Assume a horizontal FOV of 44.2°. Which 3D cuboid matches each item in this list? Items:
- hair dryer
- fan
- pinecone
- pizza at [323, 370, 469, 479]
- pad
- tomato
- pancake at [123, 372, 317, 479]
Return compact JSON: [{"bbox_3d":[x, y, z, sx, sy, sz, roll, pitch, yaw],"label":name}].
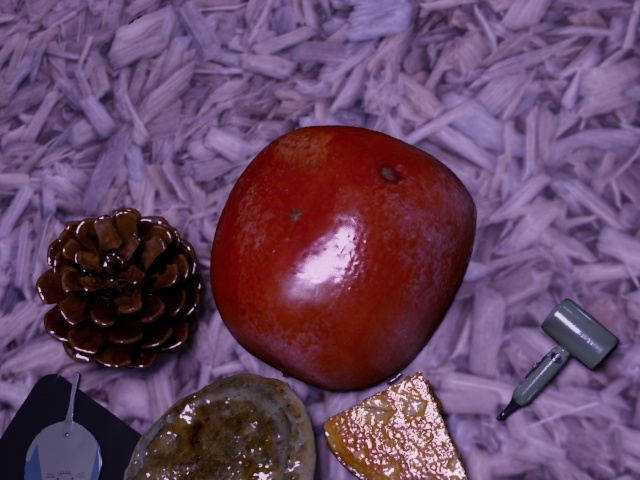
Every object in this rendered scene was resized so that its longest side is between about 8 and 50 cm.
[{"bbox_3d":[0.240,0.138,0.838,0.071,0.047,0.150,44,95,24],"label":"hair dryer"},{"bbox_3d":[-0.322,0.254,0.995,0.113,0.005,0.175,-1,74,18],"label":"fan"},{"bbox_3d":[-0.238,0.049,0.941,0.208,0.208,0.208,-6,71,16],"label":"pinecone"},{"bbox_3d":[0.094,0.212,0.856,0.175,0.046,0.134,28,84,24],"label":"pizza"},{"bbox_3d":[-0.300,0.298,0.980,0.267,0.004,0.181,29,83,23],"label":"pad"},{"bbox_3d":[0.001,-0.002,0.908,0.338,0.144,0.338,-6,68,16],"label":"tomato"},{"bbox_3d":[-0.114,0.253,0.870,0.253,0.037,0.253,-16,45,16],"label":"pancake"}]
